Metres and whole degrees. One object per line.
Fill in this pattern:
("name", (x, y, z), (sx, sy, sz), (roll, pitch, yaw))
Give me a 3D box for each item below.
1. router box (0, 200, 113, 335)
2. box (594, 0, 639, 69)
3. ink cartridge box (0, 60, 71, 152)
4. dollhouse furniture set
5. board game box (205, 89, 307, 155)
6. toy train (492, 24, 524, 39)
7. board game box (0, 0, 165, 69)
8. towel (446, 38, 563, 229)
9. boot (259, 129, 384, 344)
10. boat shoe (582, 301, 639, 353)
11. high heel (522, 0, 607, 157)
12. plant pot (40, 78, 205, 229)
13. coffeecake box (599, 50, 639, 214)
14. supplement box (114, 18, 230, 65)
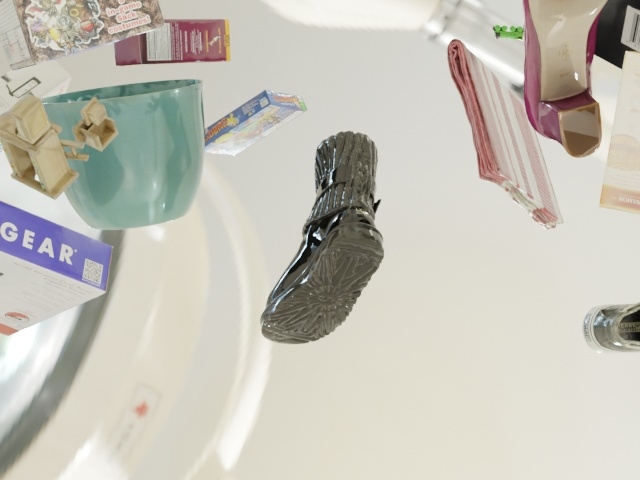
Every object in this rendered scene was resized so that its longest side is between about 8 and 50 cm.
("router box", (-0.545, 0.029, 2.054), (0.301, 0.335, 0.082), (-23, -127, 44))
("box", (0.548, -0.370, 1.894), (0.294, 0.296, 0.182), (-43, 152, -26))
("ink cartridge box", (-0.600, -0.261, 2.605), (0.203, 0.086, 0.148), (-44, 176, -36))
("dollhouse furniture set", (-0.403, -0.189, 1.977), (0.161, 0.101, 0.182), (-51, 153, -28))
("board game box", (-0.143, -0.233, 2.675), (0.201, 0.136, 0.035), (-29, -105, 27))
("toy train", (0.329, -0.347, 2.228), (0.017, 0.083, 0.023), (-65, 158, -78))
("board game box", (-0.296, -0.341, 1.415), (0.232, 0.141, 0.291), (-163, -124, -70))
("towel", (0.297, -0.162, 2.136), (0.037, 0.329, 0.237), (-21, -114, 21))
("boot", (0.004, 0.001, 2.338), (0.348, 0.131, 0.260), (-49, -147, 38))
("boat shoe", (0.414, 0.099, 1.558), (0.070, 0.219, 0.077), (-12, -95, 64))
("high heel", (0.311, -0.307, 1.792), (0.181, 0.127, 0.377), (-111, -164, -64))
("plant pot", (-0.338, -0.149, 2.355), (0.293, 0.293, 0.235), (-160, -119, -66))
("coffeecake box", (0.413, -0.117, 1.542), (0.142, 0.068, 0.185), (13, -78, 25))
("supplement box", (-0.270, -0.361, 2.426), (0.104, 0.188, 0.081), (8, -78, 55))
